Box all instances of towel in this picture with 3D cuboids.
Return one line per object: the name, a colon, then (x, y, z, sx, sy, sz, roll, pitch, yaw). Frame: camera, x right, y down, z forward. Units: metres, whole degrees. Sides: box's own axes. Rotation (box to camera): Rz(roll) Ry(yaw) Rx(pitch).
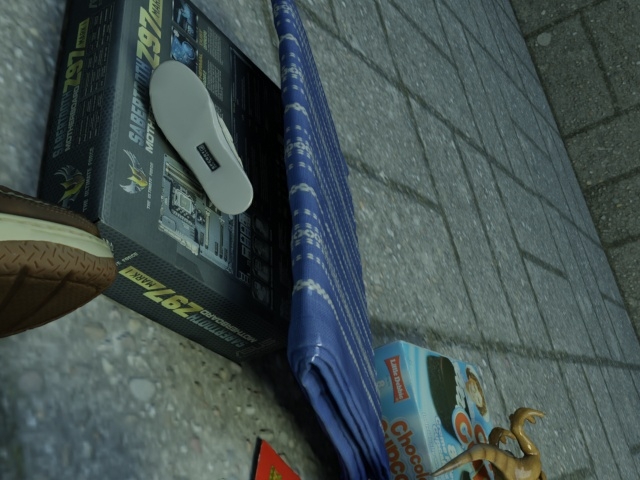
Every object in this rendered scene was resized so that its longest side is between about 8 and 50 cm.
towel: (0.000, 0.000, 0.635, 0.243, 0.040, 0.336, 70, 11, -53)

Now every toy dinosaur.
toy dinosaur: (0.169, 0.200, 0.711, 0.211, 0.064, 0.112, 50, 30, -33)

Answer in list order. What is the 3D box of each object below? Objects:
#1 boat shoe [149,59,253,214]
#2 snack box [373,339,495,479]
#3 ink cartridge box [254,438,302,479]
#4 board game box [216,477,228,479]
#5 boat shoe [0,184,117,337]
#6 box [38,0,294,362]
boat shoe: (-0.071, -0.062, 0.497, 0.100, 0.035, 0.035, 59, 0, -9)
snack box: (0.125, 0.260, 0.721, 0.187, 0.060, 0.322, 26, 46, -56)
ink cartridge box: (0.016, 0.234, 0.542, 0.179, 0.045, 0.145, 55, 26, -31)
board game box: (-0.026, 0.250, 0.268, 0.142, 0.144, 0.275, 41, 24, -43)
boat shoe: (-0.182, -0.015, 0.297, 0.257, 0.095, 0.095, 8, 55, -62)
box: (-0.093, -0.056, 0.553, 0.183, 0.059, 0.233, 39, 37, -47)
